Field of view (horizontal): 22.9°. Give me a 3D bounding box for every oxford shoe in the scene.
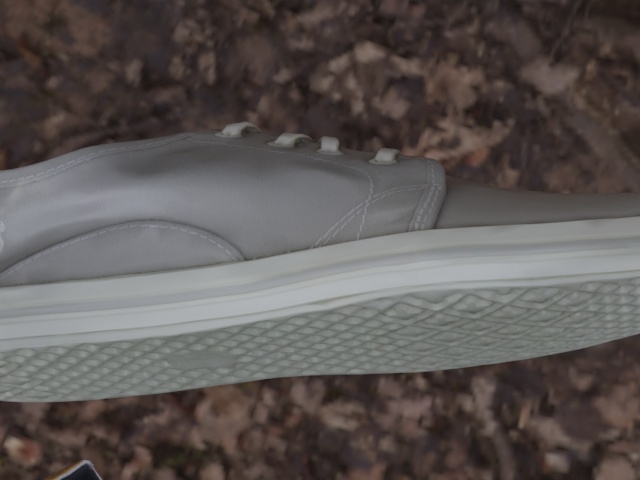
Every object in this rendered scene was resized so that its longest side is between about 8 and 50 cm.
[{"bbox_3d":[0.000,0.000,0.819,0.449,0.130,0.169,-4,159,8],"label":"oxford shoe"}]

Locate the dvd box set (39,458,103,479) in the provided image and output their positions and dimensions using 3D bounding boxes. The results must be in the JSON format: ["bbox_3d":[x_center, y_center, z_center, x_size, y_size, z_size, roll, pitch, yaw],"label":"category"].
[{"bbox_3d":[-0.197,0.331,1.013,0.420,0.062,0.308,-30,92,45],"label":"dvd box set"}]
